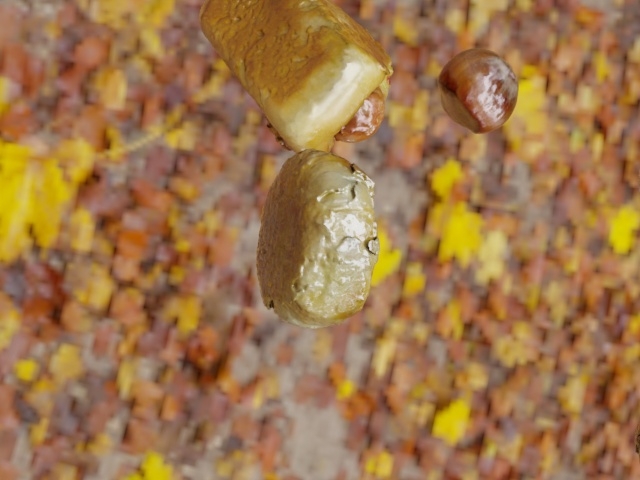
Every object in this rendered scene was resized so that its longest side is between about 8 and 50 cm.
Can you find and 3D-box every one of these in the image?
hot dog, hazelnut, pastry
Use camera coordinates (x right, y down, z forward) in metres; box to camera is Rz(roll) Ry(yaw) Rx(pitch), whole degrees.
[{"bbox_3d":[-0.015,-0.176,1.910,0.150,0.256,0.153,-42,135,6],"label":"hot dog"},{"bbox_3d":[0.161,-0.156,1.890,0.086,0.086,0.086,-17,112,-52],"label":"hazelnut"},{"bbox_3d":[-0.004,-0.001,1.521,0.081,0.153,0.153,4,96,-14],"label":"pastry"}]

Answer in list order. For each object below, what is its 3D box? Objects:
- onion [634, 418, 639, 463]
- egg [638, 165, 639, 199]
[{"bbox_3d":[0.328,0.145,1.476,0.150,0.150,0.140,-31,134,-47],"label":"onion"},{"bbox_3d":[0.492,-0.079,1.956,0.287,0.287,0.379,-53,172,-33],"label":"egg"}]
